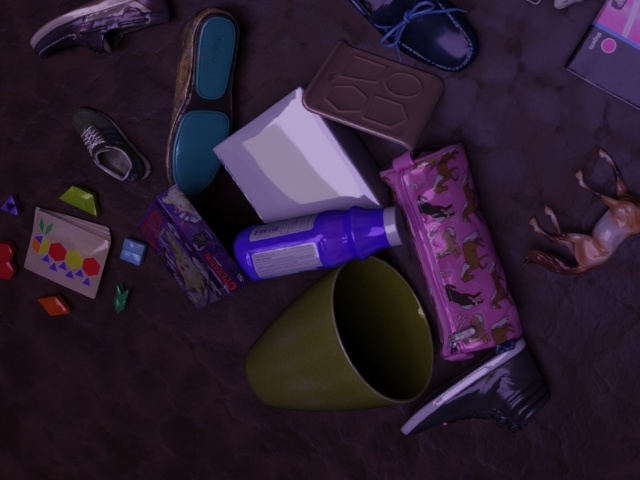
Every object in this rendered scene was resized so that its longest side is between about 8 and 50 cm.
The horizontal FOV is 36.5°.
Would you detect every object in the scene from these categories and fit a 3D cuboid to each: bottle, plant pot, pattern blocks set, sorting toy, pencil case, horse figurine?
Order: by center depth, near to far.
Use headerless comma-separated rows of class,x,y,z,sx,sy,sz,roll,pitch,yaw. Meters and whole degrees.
bottle,0.000,0.000,1.633,0.282,0.118,0.092,-11,103,17
sorting toy,0.092,-0.248,1.671,0.208,0.193,0.038,24,140,6
horse figurine,0.478,-0.028,1.680,0.174,0.066,0.263,45,109,7
pencil case,0.229,0.015,1.700,0.160,0.167,0.386,-19,97,0
plant pot,0.011,0.204,1.787,0.293,0.275,0.275,-27,97,37
pattern blocks set,-0.518,0.022,1.982,0.325,0.026,0.285,31,110,5

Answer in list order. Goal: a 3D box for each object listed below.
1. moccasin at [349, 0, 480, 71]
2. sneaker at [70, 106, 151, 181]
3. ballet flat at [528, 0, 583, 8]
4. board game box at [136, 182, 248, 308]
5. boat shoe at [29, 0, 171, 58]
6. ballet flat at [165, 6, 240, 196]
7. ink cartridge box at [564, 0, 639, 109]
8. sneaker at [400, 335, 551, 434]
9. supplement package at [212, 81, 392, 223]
moccasin,0.115,-0.398,1.649,0.342,0.117,0.138,35,111,4
sneaker,-0.415,-0.183,1.867,0.192,0.086,0.064,42,111,1
ballet flat,0.381,-0.416,1.597,0.188,0.070,0.070,23,110,24
board game box,-0.241,0.021,1.763,0.056,0.347,0.208,-33,92,-18
boat shoe,-0.407,-0.392,1.803,0.285,0.103,0.092,-21,94,13
ballet flat,-0.222,-0.256,1.784,0.123,0.123,0.349,15,107,11
ink cartridge box,0.606,-0.271,1.583,0.371,0.069,0.176,29,110,3
sneaker,0.294,0.316,1.798,0.295,0.104,0.147,-37,88,16
supplement package,-0.023,-0.123,1.746,0.204,0.145,0.262,-33,95,21
